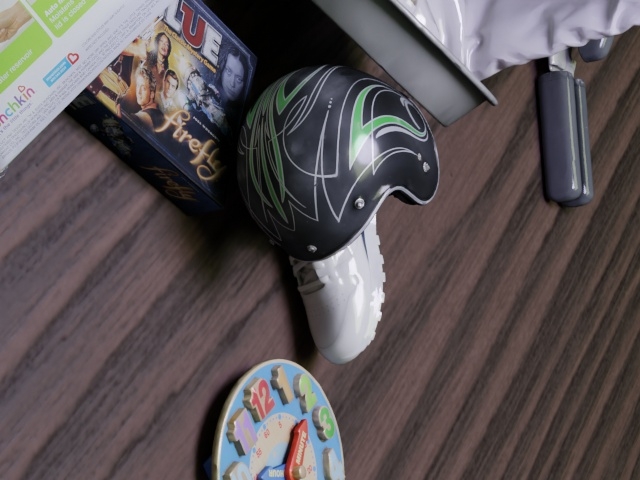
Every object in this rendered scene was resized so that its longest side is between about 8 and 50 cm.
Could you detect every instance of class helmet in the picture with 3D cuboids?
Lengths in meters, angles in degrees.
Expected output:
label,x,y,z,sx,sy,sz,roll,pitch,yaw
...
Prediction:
label,x,y,z,sx,sy,sz,roll,pitch,yaw
helmet,0.006,-0.068,1.526,0.162,0.169,0.169,-7,87,-48

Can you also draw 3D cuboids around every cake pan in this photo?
label,x,y,z,sx,sy,sz,roll,pitch,yaw
cake pan,0.044,-0.212,1.641,0.293,0.054,0.293,44,6,-6

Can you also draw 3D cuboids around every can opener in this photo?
label,x,y,z,sx,sy,sz,roll,pitch,yaw
can opener,0.310,-0.183,2.151,0.074,0.093,0.280,16,73,-55

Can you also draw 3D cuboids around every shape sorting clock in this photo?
label,x,y,z,sx,sy,sz,roll,pitch,yaw
shape sorting clock,-0.032,0.208,1.558,0.206,0.040,0.206,21,64,-52

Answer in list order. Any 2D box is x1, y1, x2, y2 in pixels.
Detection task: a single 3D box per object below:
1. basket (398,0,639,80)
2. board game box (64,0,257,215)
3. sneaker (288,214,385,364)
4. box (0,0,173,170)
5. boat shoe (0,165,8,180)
label,x,y,z,sx,sy,sz,roll,pitch,yaw
basket,0.204,-0.390,1.838,0.328,0.331,0.266,46,40,-41
board game box,-0.151,-0.153,1.480,0.243,0.042,0.165,42,48,-43
sneaker,0.000,0.000,1.644,0.095,0.090,0.235,13,66,-41
box,-0.222,-0.218,1.195,0.262,0.127,0.231,-48,115,-17
boat shoe,-0.266,-0.134,1.279,0.075,0.065,0.206,-33,109,-55
